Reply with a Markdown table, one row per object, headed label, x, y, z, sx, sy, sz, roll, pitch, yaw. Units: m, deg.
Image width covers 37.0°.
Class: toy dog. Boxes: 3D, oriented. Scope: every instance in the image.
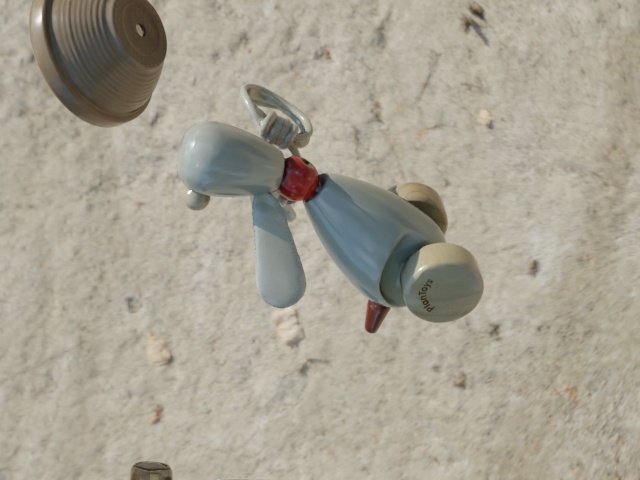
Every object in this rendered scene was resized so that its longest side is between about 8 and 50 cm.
| label | x | y | z | sx | sy | sz | roll | pitch | yaw |
| --- | --- | --- | --- | --- | --- | --- | --- | --- | --- |
| toy dog | 0.000 | 0.000 | 0.987 | 0.333 | 0.220 | 0.161 | 31 | 115 | -3 |

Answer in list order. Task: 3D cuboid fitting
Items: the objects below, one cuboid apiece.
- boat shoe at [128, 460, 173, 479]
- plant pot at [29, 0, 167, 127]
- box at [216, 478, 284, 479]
| label | x | y | z | sx | sy | sz | roll | pitch | yaw |
| --- | --- | --- | --- | --- | --- | --- | --- | --- | --- |
| boat shoe | -0.195 | 0.312 | 1.080 | 0.068 | 0.190 | 0.072 | 7 | 94 | -2 |
| plant pot | -0.306 | -0.295 | 1.421 | 0.109 | 0.237 | 0.238 | -13 | 86 | 30 |
| box | -0.083 | 0.408 | 1.407 | 0.094 | 0.275 | 0.113 | -2 | 76 | 6 |
